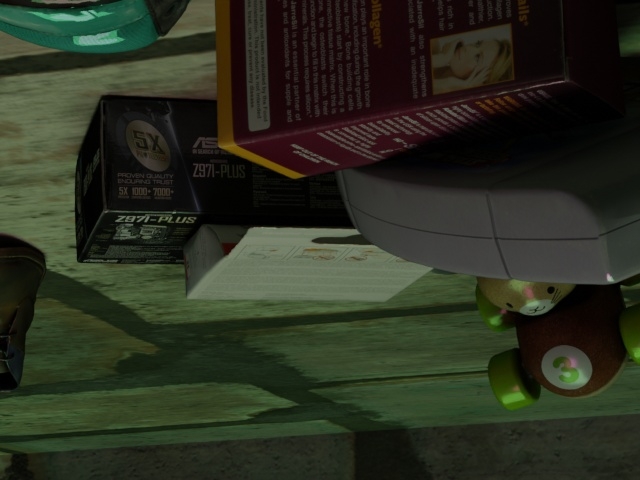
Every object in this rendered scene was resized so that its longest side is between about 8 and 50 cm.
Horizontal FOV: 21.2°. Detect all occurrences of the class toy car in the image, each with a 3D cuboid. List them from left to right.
[{"bbox_3d":[0.180,0.040,1.427,0.155,0.149,0.188,-22,147,26],"label":"toy car"}]

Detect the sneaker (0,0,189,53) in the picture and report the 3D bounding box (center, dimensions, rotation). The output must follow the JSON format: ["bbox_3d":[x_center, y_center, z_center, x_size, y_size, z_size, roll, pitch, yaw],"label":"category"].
[{"bbox_3d":[-0.048,-0.146,0.604,0.296,0.123,0.178,-8,169,13],"label":"sneaker"}]

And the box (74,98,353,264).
[{"bbox_3d":[-0.070,-0.035,1.166,0.180,0.077,0.147,1,166,-14],"label":"box"}]

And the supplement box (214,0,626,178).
[{"bbox_3d":[0.046,-0.101,0.847,0.188,0.104,0.081,-9,166,28],"label":"supplement box"}]

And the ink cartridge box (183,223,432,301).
[{"bbox_3d":[0.000,0.000,1.077,0.145,0.045,0.179,1,163,-17],"label":"ink cartridge box"}]

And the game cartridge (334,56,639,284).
[{"bbox_3d":[0.127,-0.043,0.898,0.198,0.062,0.297,-17,-167,-20],"label":"game cartridge"}]

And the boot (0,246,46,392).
[{"bbox_3d":[-0.284,0.070,1.525,0.082,0.106,0.219,-1,167,-5],"label":"boot"}]
